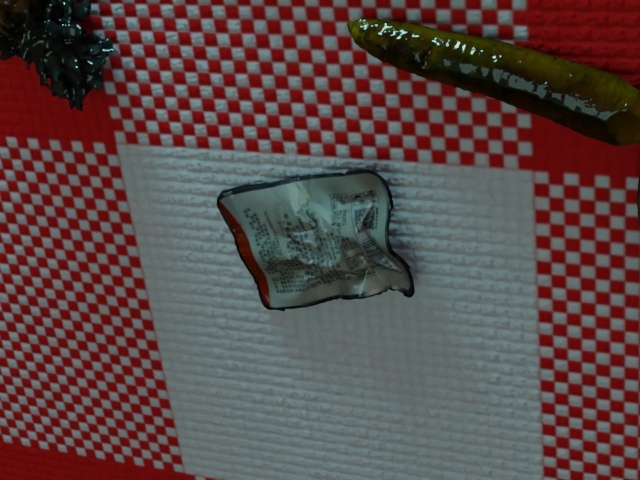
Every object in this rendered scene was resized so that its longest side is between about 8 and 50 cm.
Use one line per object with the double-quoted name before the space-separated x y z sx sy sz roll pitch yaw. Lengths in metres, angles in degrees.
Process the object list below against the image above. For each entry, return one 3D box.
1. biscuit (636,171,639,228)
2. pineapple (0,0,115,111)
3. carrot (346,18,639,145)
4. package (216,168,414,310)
"biscuit" 0.485 -0.040 1.153 0.394 0.070 0.350 -19 110 32
"pineapple" -0.327 -0.256 1.351 0.158 0.158 0.279 -26 119 34
"carrot" 0.171 -0.166 1.231 0.314 0.066 0.066 20 125 16
"package" 0.000 0.000 1.422 0.232 0.040 0.166 -8 113 37
